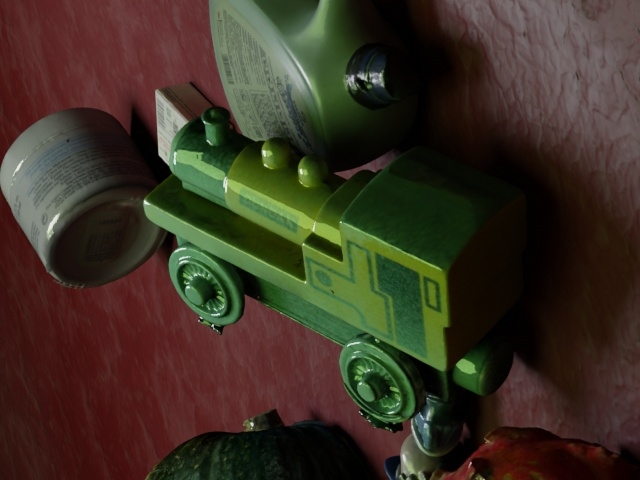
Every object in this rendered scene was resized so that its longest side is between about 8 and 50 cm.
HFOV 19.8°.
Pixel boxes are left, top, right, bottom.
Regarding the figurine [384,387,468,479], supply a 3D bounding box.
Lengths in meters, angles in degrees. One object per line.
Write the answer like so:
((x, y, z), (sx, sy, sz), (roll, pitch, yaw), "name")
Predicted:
((0.106, 0.181, 1.661), (0.087, 0.086, 0.149), (20, 120, 14), "figurine")

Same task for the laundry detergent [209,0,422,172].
((0.002, -0.164, 1.611), (0.280, 0.105, 0.215), (10, 117, 67), "laundry detergent")

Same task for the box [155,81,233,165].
((-0.141, -0.112, 2.061), (0.125, 0.043, 0.089), (47, 145, 48), "box")

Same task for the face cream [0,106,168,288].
((-0.289, -0.051, 2.273), (0.153, 0.177, 0.177), (56, 151, 37), "face cream")

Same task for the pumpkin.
((-0.089, 0.320, 1.940), (0.293, 0.197, 0.263), (-22, 79, 46), "pumpkin")

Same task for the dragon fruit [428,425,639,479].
((0.173, 0.236, 1.377), (0.205, 0.210, 0.268), (32, 156, -3), "dragon fruit")

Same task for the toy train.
((0.000, 0.000, 1.549), (0.369, 0.150, 0.237), (26, 142, 29), "toy train")
